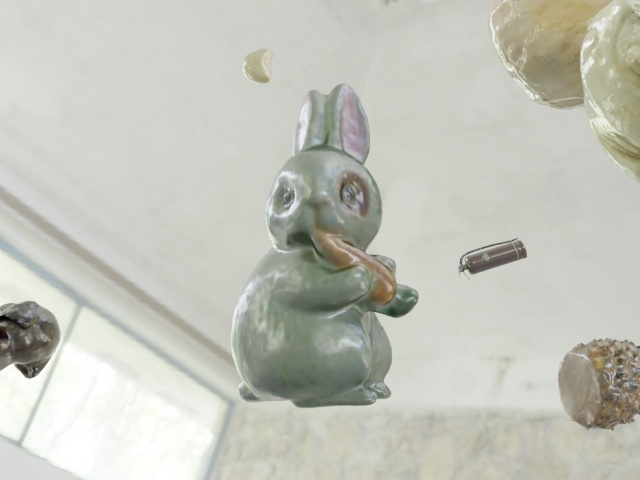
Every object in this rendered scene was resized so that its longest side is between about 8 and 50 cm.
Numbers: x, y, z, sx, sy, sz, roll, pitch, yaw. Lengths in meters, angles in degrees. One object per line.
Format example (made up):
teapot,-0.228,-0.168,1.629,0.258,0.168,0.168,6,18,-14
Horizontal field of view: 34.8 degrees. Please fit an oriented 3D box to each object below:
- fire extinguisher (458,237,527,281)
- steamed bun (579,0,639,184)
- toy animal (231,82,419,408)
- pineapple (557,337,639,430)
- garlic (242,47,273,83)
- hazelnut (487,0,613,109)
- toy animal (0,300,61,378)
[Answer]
fire extinguisher,0.363,0.039,2.190,0.158,0.064,0.043,-16,-23,-6
steamed bun,0.433,-0.142,1.163,0.289,0.276,0.203,1,-39,-20
toy animal,-0.003,0.000,0.769,0.127,0.251,0.125,-1,-4,-20
pineapple,0.407,0.172,1.268,0.237,0.111,0.119,-2,-23,-27
garlic,-0.107,-0.300,1.753,0.053,0.083,0.041,-7,-45,15
hazelnut,0.385,-0.315,1.522,0.261,0.241,0.261,39,11,-9
toy animal,-0.472,0.134,1.376,0.169,0.121,0.233,-37,-29,15
